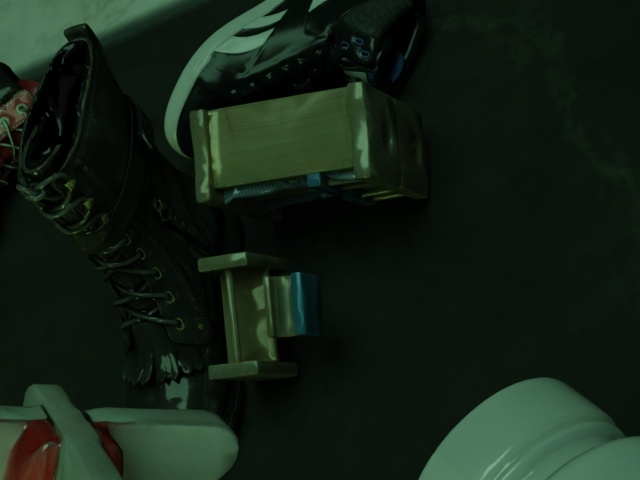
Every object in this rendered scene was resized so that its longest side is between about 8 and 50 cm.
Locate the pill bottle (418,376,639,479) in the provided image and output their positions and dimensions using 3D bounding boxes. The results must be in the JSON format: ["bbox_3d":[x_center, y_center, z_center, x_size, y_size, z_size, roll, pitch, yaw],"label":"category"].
[{"bbox_3d":[0.184,0.207,0.879,0.160,0.160,0.283,-45,51,-5],"label":"pill bottle"}]

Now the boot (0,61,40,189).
[{"bbox_3d":[-0.274,-0.040,1.314,0.176,0.088,0.244,-29,48,6],"label":"boot"}]

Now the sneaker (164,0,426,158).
[{"bbox_3d":[-0.012,-0.128,1.238,0.217,0.079,0.121,-46,50,-7],"label":"sneaker"}]

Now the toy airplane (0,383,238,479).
[{"bbox_3d":[-0.152,0.269,0.869,0.386,0.384,0.272,-30,42,5],"label":"toy airplane"}]

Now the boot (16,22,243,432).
[{"bbox_3d":[-0.139,0.014,1.118,0.091,0.229,0.263,-12,56,20],"label":"boot"}]

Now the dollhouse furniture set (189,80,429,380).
[{"bbox_3d":[0.000,0.000,1.145,0.129,0.129,0.183,-8,82,22],"label":"dollhouse furniture set"}]
